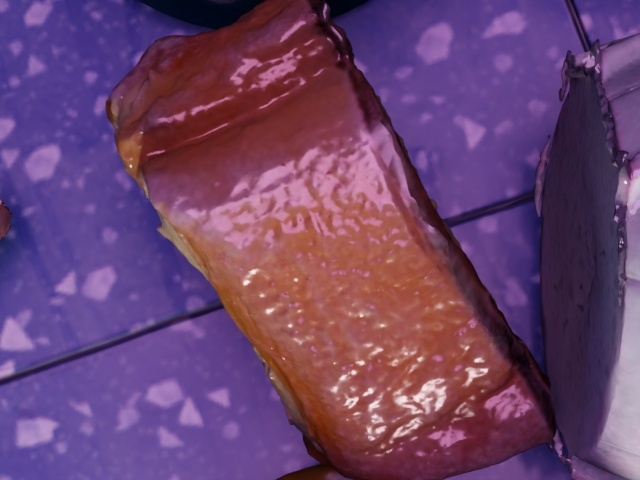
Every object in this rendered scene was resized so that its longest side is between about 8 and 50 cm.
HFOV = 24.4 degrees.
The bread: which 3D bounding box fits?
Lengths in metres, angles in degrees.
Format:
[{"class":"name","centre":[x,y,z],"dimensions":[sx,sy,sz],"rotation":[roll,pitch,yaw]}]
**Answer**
[{"class":"bread","centre":[-0.003,-0.004,0.718],"dimensions":[0.123,0.190,0.244],"rotation":[-31,106,-1]}]

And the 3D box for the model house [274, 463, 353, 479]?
[{"class":"model house","centre":[-0.016,0.229,0.731],"dimensions":[0.301,0.190,0.271],"rotation":[22,87,20]}]

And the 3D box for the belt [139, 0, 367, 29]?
[{"class":"belt","centre":[-0.033,-0.335,0.787],"dimensions":[0.300,0.173,0.436],"rotation":[0,86,-7]}]

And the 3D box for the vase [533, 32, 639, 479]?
[{"class":"vase","centre":[0.334,0.023,0.706],"dimensions":[0.446,0.250,0.249],"rotation":[3,83,-3]}]

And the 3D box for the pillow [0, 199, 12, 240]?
[{"class":"pillow","centre":[-0.295,-0.035,0.815],"dimensions":[0.248,0.049,0.135],"rotation":[36,82,11]}]
